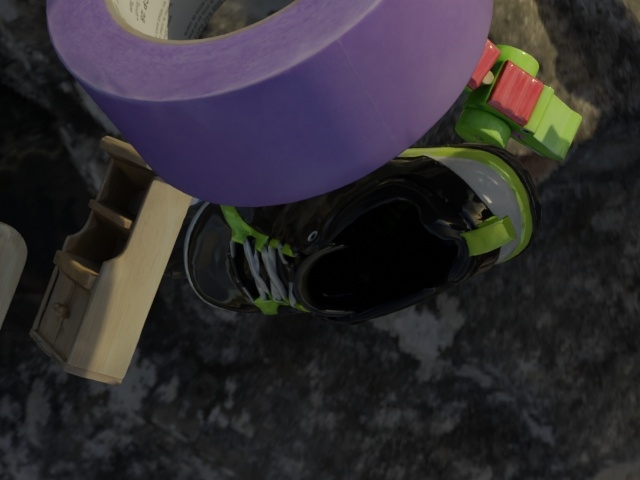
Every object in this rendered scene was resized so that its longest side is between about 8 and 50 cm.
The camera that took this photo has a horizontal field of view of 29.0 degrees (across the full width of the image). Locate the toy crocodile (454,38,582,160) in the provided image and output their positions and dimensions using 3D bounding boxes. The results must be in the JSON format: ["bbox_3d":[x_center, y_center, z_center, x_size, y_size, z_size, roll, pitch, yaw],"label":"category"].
[{"bbox_3d":[0.169,-0.201,1.433,0.341,0.105,0.115,34,79,-20],"label":"toy crocodile"}]

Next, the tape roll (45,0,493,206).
[{"bbox_3d":[-0.023,-0.114,0.562,0.189,0.189,0.080,-16,142,15],"label":"tape roll"}]

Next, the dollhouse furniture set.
[{"bbox_3d":[-0.369,-0.030,1.330,0.394,0.362,0.256,21,91,-30],"label":"dollhouse furniture set"}]

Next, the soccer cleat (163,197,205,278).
[{"bbox_3d":[-0.087,-0.066,1.609,0.331,0.143,0.116,-27,108,6],"label":"soccer cleat"}]

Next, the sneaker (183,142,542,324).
[{"bbox_3d":[0.000,0.000,0.639,0.235,0.097,0.084,-15,104,38],"label":"sneaker"}]
